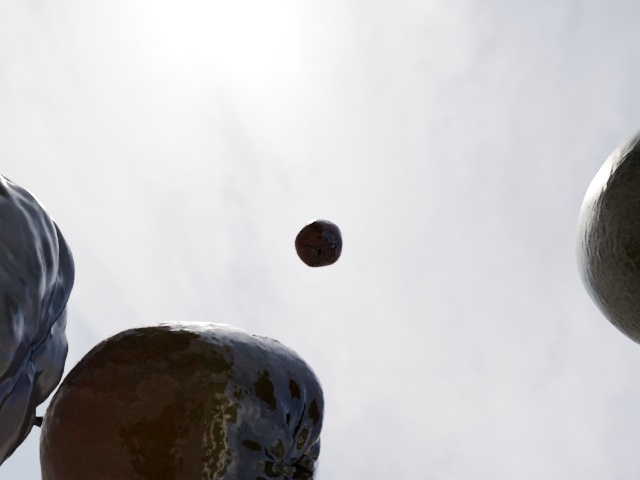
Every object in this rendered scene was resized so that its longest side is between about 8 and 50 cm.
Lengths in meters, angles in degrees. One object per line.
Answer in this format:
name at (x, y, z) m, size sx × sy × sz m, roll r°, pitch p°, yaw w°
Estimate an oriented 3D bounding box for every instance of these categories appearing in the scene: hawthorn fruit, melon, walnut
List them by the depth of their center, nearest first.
walnut at (-0.283, 0.045, 0.774) m, size 0.248 × 0.248 × 0.248 m, roll 37°, pitch -40°, yaw 40°
melon at (0.369, -0.005, 1.141) m, size 0.237 × 0.237 × 0.302 m, roll 60°, pitch -15°, yaw 9°
hawthorn fruit at (-0.148, 0.203, 1.152) m, size 0.300 × 0.268 × 0.268 m, roll 11°, pitch -55°, yaw 22°
hawthorn fruit at (0.000, 0.004, 1.709) m, size 0.077 × 0.077 × 0.077 m, roll 37°, pitch -40°, yaw 40°
